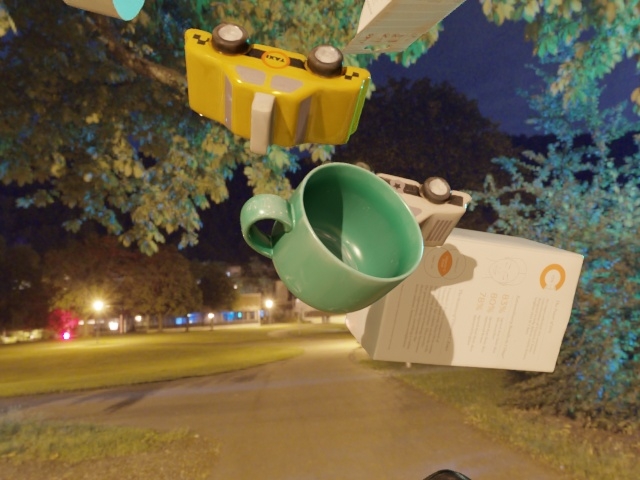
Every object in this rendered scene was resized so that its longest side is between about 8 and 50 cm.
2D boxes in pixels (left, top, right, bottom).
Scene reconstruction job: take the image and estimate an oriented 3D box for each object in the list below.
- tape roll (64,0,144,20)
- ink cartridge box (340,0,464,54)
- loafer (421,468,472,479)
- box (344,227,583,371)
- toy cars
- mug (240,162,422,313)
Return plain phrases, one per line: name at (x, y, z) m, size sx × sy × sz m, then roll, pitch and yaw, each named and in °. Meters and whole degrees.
tape roll at (-0.369, -0.542, 0.873) m, size 0.100 × 0.286 × 0.286 m, roll 12°, pitch -10°, yaw -6°
ink cartridge box at (0.155, -0.443, 0.988) m, size 0.181 × 0.056 × 0.225 m, roll -14°, pitch -2°, yaw -30°
loafer at (0.034, 0.220, 0.245) m, size 0.223 × 0.076 × 0.078 m, roll -48°, pitch 15°, yaw -28°
box at (0.243, 0.091, 0.894) m, size 0.346 × 0.214 × 0.168 m, roll 8°, pitch 9°, yaw -15°
toy cars at (0.015, -0.081, 0.559) m, size 0.177 × 0.087 × 0.394 m, roll -19°, pitch -45°, yaw 37°
mug at (0.007, -0.003, 0.487) m, size 0.158 × 0.129 × 0.097 m, roll 37°, pitch -44°, yaw -5°
